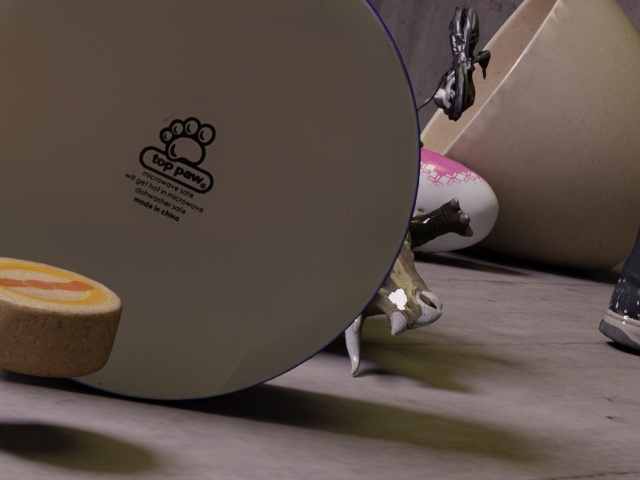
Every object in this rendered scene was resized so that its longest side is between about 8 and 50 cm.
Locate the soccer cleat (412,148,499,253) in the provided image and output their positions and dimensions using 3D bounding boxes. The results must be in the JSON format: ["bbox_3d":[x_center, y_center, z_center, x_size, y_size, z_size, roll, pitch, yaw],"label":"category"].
[{"bbox_3d":[0.008,-0.037,1.731,0.331,0.116,0.143,13,30,1],"label":"soccer cleat"}]

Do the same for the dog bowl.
[{"bbox_3d":[-0.081,-0.051,0.962,0.265,0.265,0.104,10,10,-9],"label":"dog bowl"}]

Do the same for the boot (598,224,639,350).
[{"bbox_3d":[0.356,0.015,1.455,0.236,0.179,0.085,8,7,-14],"label":"boot"}]

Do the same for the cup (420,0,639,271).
[{"bbox_3d":[0.261,-0.101,1.911,0.237,0.331,0.331,38,5,-5],"label":"cup"}]

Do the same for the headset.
[{"bbox_3d":[-0.006,-0.144,1.898,0.394,0.185,0.243,-6,-24,37],"label":"headset"}]

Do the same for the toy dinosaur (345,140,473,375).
[{"bbox_3d":[0.000,0.000,1.254,0.160,0.121,0.313,-29,11,-24],"label":"toy dinosaur"}]

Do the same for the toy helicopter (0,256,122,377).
[{"bbox_3d":[-0.265,0.005,0.785,0.355,0.140,0.235,13,9,-6],"label":"toy helicopter"}]
